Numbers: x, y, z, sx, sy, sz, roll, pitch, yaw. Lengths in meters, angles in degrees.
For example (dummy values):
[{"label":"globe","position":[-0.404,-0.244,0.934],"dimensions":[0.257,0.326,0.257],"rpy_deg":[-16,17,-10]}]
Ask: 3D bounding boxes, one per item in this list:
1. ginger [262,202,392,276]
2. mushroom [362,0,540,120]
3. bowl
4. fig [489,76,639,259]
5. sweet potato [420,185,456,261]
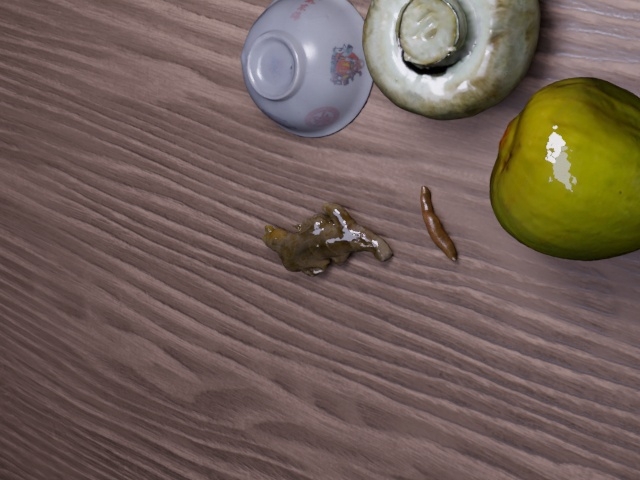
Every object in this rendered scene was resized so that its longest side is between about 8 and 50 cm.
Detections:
[{"label":"ginger","position":[-0.002,0.000,1.917],"dimensions":[0.333,0.080,0.166],"rpy_deg":[-10,109,37]},{"label":"mushroom","position":[0.243,-0.398,1.550],"dimensions":[0.352,0.260,0.352],"rpy_deg":[10,112,26]},{"label":"bowl","position":[-0.065,-0.391,1.808],"dimensions":[0.345,0.157,0.345],"rpy_deg":[9,107,31]},{"label":"fig","position":[0.478,-0.113,1.444],"dimensions":[0.343,0.343,0.343],"rpy_deg":[9,107,30]},{"label":"sweet potato","position":[0.250,-0.033,1.773],"dimensions":[0.044,0.044,0.179],"rpy_deg":[-27,88,34]}]
